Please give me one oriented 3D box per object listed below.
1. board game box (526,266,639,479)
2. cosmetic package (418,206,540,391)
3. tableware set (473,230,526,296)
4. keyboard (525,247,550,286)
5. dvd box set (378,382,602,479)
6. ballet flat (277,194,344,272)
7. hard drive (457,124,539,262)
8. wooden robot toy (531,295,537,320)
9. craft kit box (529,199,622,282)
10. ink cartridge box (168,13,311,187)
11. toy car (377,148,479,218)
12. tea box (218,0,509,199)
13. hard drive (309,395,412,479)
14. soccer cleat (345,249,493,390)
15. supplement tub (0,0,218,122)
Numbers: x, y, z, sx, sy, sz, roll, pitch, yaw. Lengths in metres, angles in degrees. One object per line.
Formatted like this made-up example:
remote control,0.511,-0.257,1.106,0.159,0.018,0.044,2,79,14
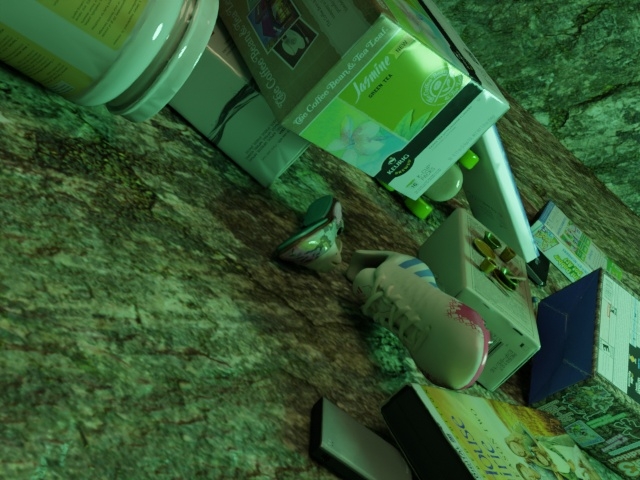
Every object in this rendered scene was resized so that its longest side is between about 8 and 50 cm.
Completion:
board game box,0.494,0.230,1.823,0.291,0.141,0.232,36,45,-19
cosmetic package,0.247,0.086,1.797,0.160,0.113,0.309,39,21,-10
tableware set,0.283,0.030,1.779,0.104,0.024,0.154,45,22,5
keyboard,0.437,0.035,2.360,0.108,0.023,0.180,49,20,-2
dvd box set,0.273,0.332,1.417,0.420,0.062,0.308,21,30,-52
ballet flat,0.000,0.000,1.589,0.079,0.077,0.221,60,18,-10
hard drive,0.311,-0.130,2.145,0.319,0.040,0.210,65,-9,-29
wooden robot toy,0.359,0.160,1.959,0.173,0.076,0.079,-111,-177,-49
craft kit box,0.588,0.029,2.598,0.246,0.061,0.250,43,21,5
ink cartridge box,-0.131,-0.230,1.713,0.273,0.114,0.197,40,21,-8
toy car,0.200,-0.147,2.118,0.149,0.155,0.188,42,11,-3
tea box,0.055,-0.287,1.694,0.323,0.220,0.329,23,29,-44
hard drive,0.047,0.244,1.265,0.135,0.022,0.094,37,21,-16
soccer cleat,0.117,0.102,1.519,0.143,0.116,0.331,20,12,-18
supplement tub,-0.315,-0.312,1.366,0.331,0.241,0.241,31,24,-30
